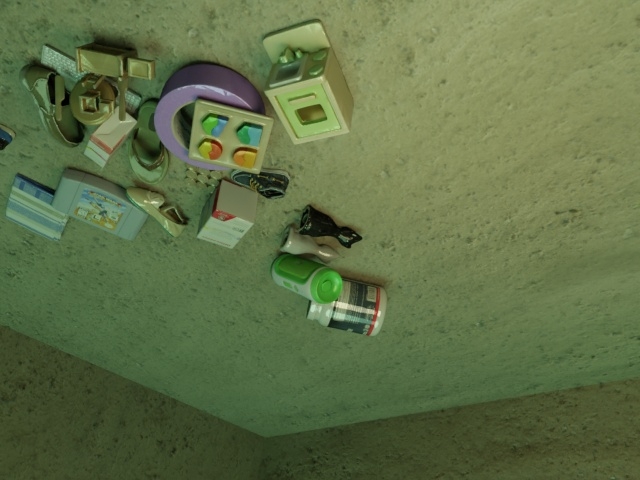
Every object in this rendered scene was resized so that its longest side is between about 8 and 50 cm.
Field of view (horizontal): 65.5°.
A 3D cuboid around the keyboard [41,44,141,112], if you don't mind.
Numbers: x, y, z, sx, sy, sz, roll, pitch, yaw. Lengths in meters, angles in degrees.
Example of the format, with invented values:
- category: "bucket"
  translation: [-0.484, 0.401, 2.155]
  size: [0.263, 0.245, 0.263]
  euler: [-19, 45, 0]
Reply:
- category: "keyboard"
  translation: [-0.605, -0.422, 1.315]
  size: [0.256, 0.014, 0.072]
  euler: [27, 140, -20]

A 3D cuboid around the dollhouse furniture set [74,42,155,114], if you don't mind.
- category: "dollhouse furniture set"
  translation: [-0.489, -0.386, 1.232]
  size: [0.181, 0.101, 0.161]
  euler: [11, 120, 0]

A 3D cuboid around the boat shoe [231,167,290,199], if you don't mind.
- category: "boat shoe"
  translation: [-0.185, -0.170, 1.480]
  size: [0.183, 0.083, 0.065]
  euler: [3, 142, 10]

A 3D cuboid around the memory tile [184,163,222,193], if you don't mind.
- category: "memory tile"
  translation: [-0.361, -0.206, 1.536]
  size: [0.113, 0.012, 0.148]
  euler: [18, 143, -10]

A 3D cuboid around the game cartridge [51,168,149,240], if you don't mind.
- category: "game cartridge"
  translation: [-0.740, -0.120, 1.687]
  size: [0.297, 0.062, 0.198]
  euler: [26, 138, -22]

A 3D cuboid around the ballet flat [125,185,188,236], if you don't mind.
- category: "ballet flat"
  translation: [-0.536, -0.109, 1.662]
  size: [0.086, 0.086, 0.248]
  euler: [-12, 139, 27]

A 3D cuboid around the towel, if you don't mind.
- category: "towel"
  translation: [-1.019, -0.112, 1.801]
  size: [0.209, 0.034, 0.285]
  euler: [30, 137, -20]

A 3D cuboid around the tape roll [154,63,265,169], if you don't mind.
- category: "tape roll"
  translation: [-0.283, -0.312, 1.291]
  size: [0.274, 0.090, 0.275]
  euler: [0, 142, 0]

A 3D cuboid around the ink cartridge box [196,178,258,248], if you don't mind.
- category: "ink cartridge box"
  translation: [-0.297, -0.080, 1.579]
  size: [0.128, 0.127, 0.176]
  euler: [21, 141, -25]

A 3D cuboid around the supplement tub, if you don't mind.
- category: "supplement tub"
  translation: [0.097, 0.239, 1.849]
  size: [0.272, 0.191, 0.191]
  euler: [13, 143, -3]

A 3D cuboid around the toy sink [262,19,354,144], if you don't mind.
- category: "toy sink"
  translation: [-0.034, -0.359, 1.161]
  size: [0.152, 0.131, 0.234]
  euler: [-7, 139, 21]

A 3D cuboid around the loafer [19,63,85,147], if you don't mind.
- category: "loafer"
  translation: [-0.716, -0.358, 1.359]
  size: [0.087, 0.094, 0.251]
  euler: [5, 142, 15]

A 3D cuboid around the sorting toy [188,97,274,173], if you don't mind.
- category: "sorting toy"
  translation: [-0.231, -0.253, 1.261]
  size: [0.192, 0.038, 0.208]
  euler: [11, 141, -13]

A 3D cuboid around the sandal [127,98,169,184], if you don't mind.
- category: "sandal"
  translation: [-0.495, -0.268, 1.424]
  size: [0.120, 0.086, 0.303]
  euler: [14, 140, -12]

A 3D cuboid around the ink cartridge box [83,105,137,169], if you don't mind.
- category: "ink cartridge box"
  translation: [-0.591, -0.279, 1.385]
  size: [0.067, 0.115, 0.198]
  euler: [39, 152, -19]

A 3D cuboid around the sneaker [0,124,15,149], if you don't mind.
- category: "sneaker"
  translation: [-1.010, -0.322, 1.483]
  size: [0.152, 0.085, 0.058]
  euler: [27, 140, -20]

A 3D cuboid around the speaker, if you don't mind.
- category: "speaker"
  translation: [-0.053, 0.126, 1.696]
  size: [0.131, 0.131, 0.296]
  euler: [41, 165, -33]

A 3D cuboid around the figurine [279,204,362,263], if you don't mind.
- category: "figurine"
  translation: [0.000, 0.000, 1.660]
  size: [0.209, 0.092, 0.215]
  euler: [23, 142, -22]

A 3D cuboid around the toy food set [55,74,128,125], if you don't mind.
- category: "toy food set"
  translation: [-0.586, -0.363, 1.288]
  size: [0.191, 0.133, 0.038]
  euler: [3, -177, 4]
